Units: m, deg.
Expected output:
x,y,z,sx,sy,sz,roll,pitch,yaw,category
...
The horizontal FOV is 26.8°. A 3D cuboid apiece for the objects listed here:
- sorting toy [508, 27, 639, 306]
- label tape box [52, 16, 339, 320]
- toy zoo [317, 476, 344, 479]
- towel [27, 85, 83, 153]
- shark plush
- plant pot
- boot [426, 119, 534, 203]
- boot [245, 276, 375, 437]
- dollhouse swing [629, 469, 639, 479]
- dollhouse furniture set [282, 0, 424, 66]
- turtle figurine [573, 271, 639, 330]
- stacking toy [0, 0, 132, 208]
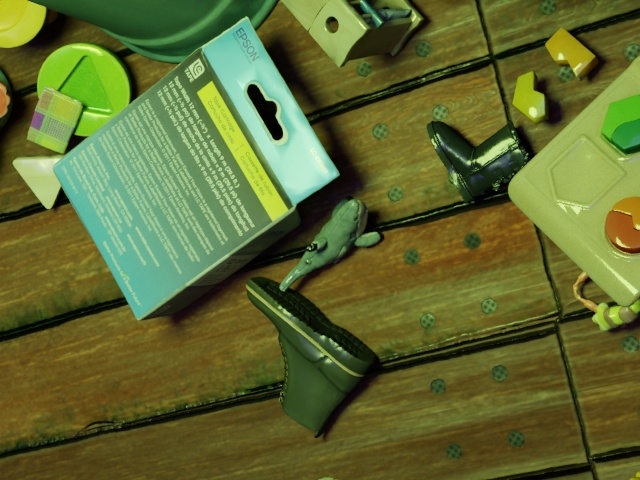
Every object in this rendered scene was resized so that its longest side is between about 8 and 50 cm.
x,y,z,sx,sy,sz,roll,pitch,yaw,category
0.323,-0.103,1.532,0.229,0.041,0.307,-46,60,7,sorting toy
-0.150,-0.090,1.767,0.347,0.115,0.249,-35,78,19,label tape box
0.088,0.410,1.714,0.293,0.030,0.192,3,93,25,toy zoo
-0.367,-0.166,1.856,0.060,0.009,0.083,23,112,-3,towel
0.000,0.000,1.722,0.161,0.067,0.073,-32,79,22,shark plush
-0.255,-0.406,1.684,0.341,0.334,0.341,1,92,26,plant pot
0.198,-0.113,1.641,0.099,0.045,0.121,-31,84,23,boot
-0.043,0.151,1.747,0.198,0.077,0.137,39,111,20,boot
0.492,0.173,1.346,0.315,0.347,0.305,16,99,24,dollhouse swing
0.068,-0.327,1.623,0.129,0.129,0.184,50,127,15,dollhouse furniture set
0.419,0.080,1.507,0.269,0.087,0.217,-27,81,33,turtle figurine
-0.415,-0.226,1.915,0.279,0.130,0.309,36,110,-7,stacking toy
